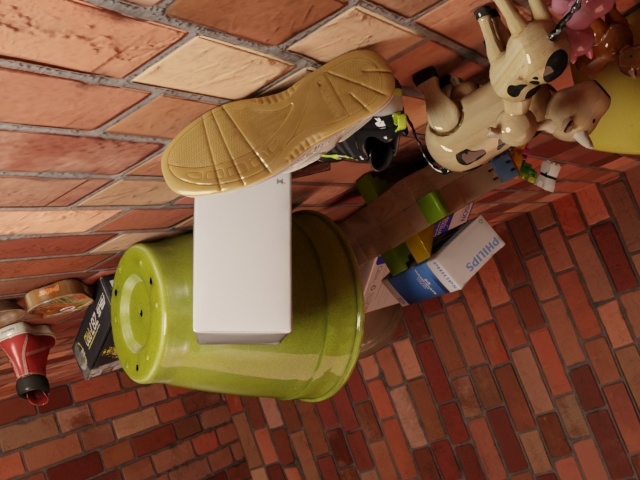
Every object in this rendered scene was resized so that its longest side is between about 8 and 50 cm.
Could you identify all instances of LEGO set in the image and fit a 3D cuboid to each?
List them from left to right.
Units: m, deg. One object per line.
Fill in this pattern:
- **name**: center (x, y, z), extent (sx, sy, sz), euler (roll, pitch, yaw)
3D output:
- **LEGO set**: center (0.410, -0.176, 1.657), extent (0.087, 0.093, 0.227), euler (16, -167, -12)

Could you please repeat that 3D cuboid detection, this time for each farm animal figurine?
- **farm animal figurine**: center (0.250, -0.174, 0.994), extent (0.327, 0.172, 0.330), euler (-27, 169, 40)

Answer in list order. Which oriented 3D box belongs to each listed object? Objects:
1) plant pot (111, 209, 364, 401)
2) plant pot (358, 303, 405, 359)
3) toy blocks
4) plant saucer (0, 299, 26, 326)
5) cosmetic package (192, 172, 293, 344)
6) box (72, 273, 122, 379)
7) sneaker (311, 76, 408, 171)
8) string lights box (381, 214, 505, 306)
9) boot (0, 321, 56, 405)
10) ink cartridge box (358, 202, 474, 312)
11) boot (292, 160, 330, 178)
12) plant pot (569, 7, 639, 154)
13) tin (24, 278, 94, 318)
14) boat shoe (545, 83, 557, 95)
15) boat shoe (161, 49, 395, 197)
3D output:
- **plant pot**: center (-0.170, 0.124, 1.462), extent (0.353, 0.366, 0.366), euler (0, 161, -35)
- **plant pot**: center (0.045, 0.124, 2.128), extent (0.323, 0.323, 0.280), euler (-21, 154, 5)
- **toy blocks**: center (0.211, -0.080, 1.604), extent (0.261, 0.191, 0.381), euler (-28, 177, -29)
- **plant saucer**: center (-0.615, 0.141, 1.458), extent (0.168, 0.029, 0.168), euler (-19, 171, -3)
- **cosmetic package**: center (-0.115, 0.033, 1.186), extent (0.138, 0.224, 0.224), euler (1, 168, -8)
- **box**: center (-0.312, 0.144, 1.765), extent (0.395, 0.097, 0.318), euler (-15, 158, -36)
- **sneaker**: center (0.048, -0.128, 1.066), extent (0.084, 0.097, 0.235), euler (-17, 171, -19)
- **string lights box**: center (0.233, 0.046, 1.587), extent (0.133, 0.077, 0.260), euler (-42, -177, -22)
- **boot**: center (-0.627, 0.277, 1.797), extent (0.088, 0.176, 0.244), euler (-21, 173, -4)
- **ink cartridge box**: center (0.212, 0.018, 1.948), extent (0.307, 0.072, 0.303), euler (-14, 130, -41)
- **boot**: center (-0.021, -0.112, 1.212), extent (0.114, 0.037, 0.106), euler (-11, -179, -33)
- **plant pot**: center (0.493, -0.228, 1.191), extent (0.212, 0.212, 0.187), euler (-14, -177, -37)
- **tin**: center (-0.489, 0.109, 1.531), extent (0.106, 0.040, 0.189), euler (-15, 171, -8)
- **boat shoe**: center (0.278, -0.199, 1.296), extent (0.207, 0.073, 0.073), euler (-21, -150, 26)
- **boat shoe**: center (-0.042, -0.118, 0.923), extent (0.277, 0.098, 0.096), euler (-22, 171, 5)
